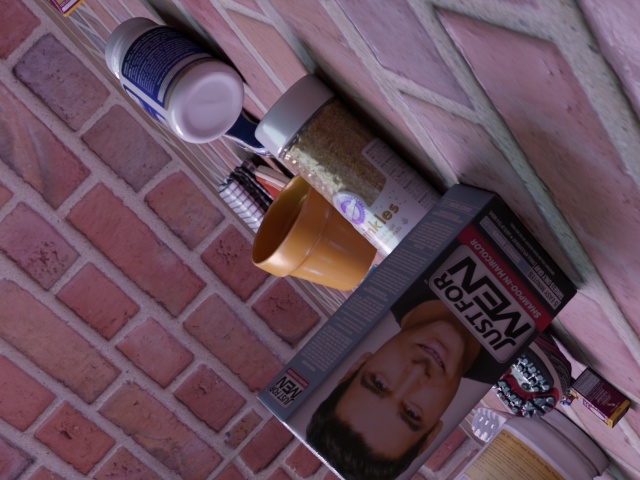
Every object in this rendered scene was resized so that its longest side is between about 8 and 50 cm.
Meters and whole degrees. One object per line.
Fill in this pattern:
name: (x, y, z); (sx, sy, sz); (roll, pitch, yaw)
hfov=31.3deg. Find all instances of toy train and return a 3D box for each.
toy train: (0.423, 0.261, 1.963); (0.036, 0.027, 0.158); (31, 170, 13)

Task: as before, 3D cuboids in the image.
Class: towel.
towel: (-0.122, -0.080, 2.671); (0.235, 0.121, 0.284); (46, 175, -4)

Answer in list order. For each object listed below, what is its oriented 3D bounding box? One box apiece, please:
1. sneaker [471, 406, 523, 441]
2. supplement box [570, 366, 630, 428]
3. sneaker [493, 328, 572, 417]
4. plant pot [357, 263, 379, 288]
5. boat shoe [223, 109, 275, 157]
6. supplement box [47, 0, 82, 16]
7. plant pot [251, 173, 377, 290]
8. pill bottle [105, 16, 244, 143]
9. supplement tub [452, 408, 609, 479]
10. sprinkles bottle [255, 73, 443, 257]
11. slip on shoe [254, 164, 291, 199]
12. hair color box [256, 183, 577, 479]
sneaker: (0.481, 0.450, 2.609); (0.115, 0.105, 0.281); (5, -163, -40)
supplement box: (0.425, 0.240, 1.740); (0.083, 0.043, 0.055); (41, 174, 24)
sneaker: (0.266, 0.128, 1.749); (0.121, 0.112, 0.299); (-36, 89, 41)
plant pot: (0.181, 0.191, 2.349); (0.234, 0.165, 0.165); (31, -176, -45)
boat shoe: (-0.149, -0.208, 2.245); (0.183, 0.066, 0.066); (38, 173, 37)
supplement box: (-0.518, -0.536, 2.230); (0.081, 0.104, 0.188); (42, 172, 18)
plant pot: (0.000, 0.000, 2.197); (0.188, 0.205, 0.205); (30, 178, -19)
pill bottle: (-0.267, -0.294, 2.044); (0.265, 0.153, 0.153); (39, 172, 38)
supplement tub: (0.401, 0.498, 2.288); (0.228, 0.316, 0.228); (43, 173, 6)
sprinkles bottle: (0.075, -0.070, 1.569); (0.355, 0.121, 0.121); (43, 173, 2)
slip on shoe: (-0.030, -0.033, 2.479); (0.331, 0.101, 0.123); (47, 174, -19)
hair color box: (0.122, 0.129, 1.424); (0.185, 0.374, 0.113); (46, 173, -22)
